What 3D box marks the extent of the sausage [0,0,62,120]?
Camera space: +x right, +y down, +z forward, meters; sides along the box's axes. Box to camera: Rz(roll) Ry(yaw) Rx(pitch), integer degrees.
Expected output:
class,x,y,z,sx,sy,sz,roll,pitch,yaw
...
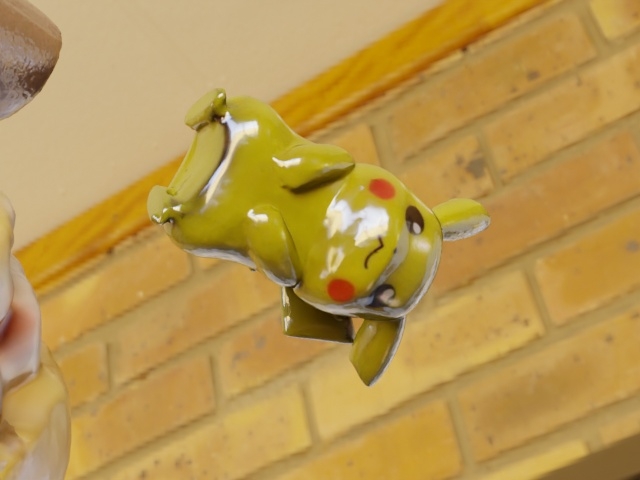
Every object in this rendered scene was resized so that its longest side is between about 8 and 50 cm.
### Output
class,x,y,z,sx,sy,sz,roll,pitch,yaw
sausage,-0.301,-0.167,0.946,0.123,0.123,0.253,-25,-22,13

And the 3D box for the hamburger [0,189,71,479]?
class,x,y,z,sx,sy,sz,roll,pitch,yaw
hamburger,-0.229,0.092,0.545,0.276,0.276,0.236,-19,-66,8

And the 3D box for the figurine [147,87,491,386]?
class,x,y,z,sx,sy,sz,roll,pitch,yaw
figurine,-0.007,-0.003,1.254,0.327,0.169,0.218,27,-92,-6
